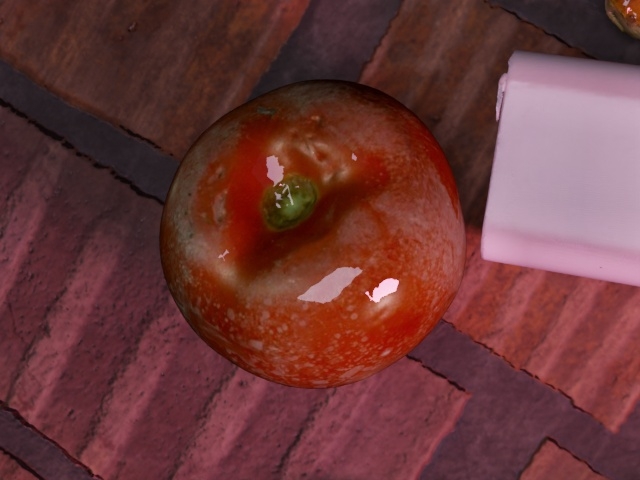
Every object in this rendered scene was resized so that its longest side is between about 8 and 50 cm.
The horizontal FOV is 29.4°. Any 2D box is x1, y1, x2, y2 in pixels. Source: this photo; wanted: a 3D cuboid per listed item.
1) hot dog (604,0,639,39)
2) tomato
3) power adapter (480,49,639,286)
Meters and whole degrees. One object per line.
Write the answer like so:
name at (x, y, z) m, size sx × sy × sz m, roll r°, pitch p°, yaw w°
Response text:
hot dog at (0.337, -0.308, 1.052) m, size 0.083 × 0.068 × 0.289 m, roll 28°, pitch 98°, yaw 5°
tomato at (0.000, 0.000, 1.080) m, size 0.270 × 0.222 × 0.270 m, roll -6°, pitch 67°, yaw 13°
power adapter at (0.277, -0.055, 1.052) m, size 0.255 × 0.124 × 0.187 m, roll 9°, pitch 97°, yaw 14°
